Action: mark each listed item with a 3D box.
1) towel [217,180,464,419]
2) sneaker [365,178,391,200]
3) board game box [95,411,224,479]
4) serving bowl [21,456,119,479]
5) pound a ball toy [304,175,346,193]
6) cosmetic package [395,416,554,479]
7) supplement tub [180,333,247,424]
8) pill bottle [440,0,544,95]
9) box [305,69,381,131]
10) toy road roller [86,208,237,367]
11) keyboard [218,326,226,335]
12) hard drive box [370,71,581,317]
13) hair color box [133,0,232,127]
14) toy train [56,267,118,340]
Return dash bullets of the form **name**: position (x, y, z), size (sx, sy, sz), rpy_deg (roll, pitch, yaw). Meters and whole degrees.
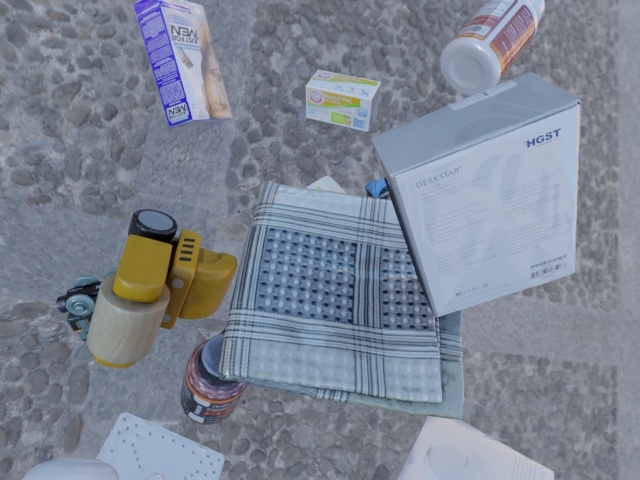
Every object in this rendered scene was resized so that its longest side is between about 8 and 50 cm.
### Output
- **towel**: position (0.048, 0.063, 0.576), size (0.325, 0.056, 0.311), rpy_deg (11, 56, -6)
- **sneaker**: position (0.136, -0.060, 0.807), size (0.188, 0.067, 0.078), rpy_deg (21, 64, -59)
- **board game box**: position (-0.529, 0.789, 1.253), size (0.390, 0.050, 0.389), rpy_deg (35, 38, -18)
- **serving bowl**: position (-0.231, 0.219, 0.385), size (0.084, 0.083, 0.027), rpy_deg (17, 60, -23)
- **pound a ball toy**: position (-0.043, -0.052, 1.253), size (0.319, 0.208, 0.135), rpy_deg (-36, 81, -32)
- **cosmetic package**: position (0.243, 0.448, 0.695), size (0.224, 0.225, 0.138), rpy_deg (-32, 138, -51)
- **supplement tub**: position (-0.174, 0.230, 0.687), size (0.106, 0.197, 0.106), rpy_deg (12, 49, -14)
- **pill bottle**: position (0.340, -0.394, 0.801), size (0.121, 0.121, 0.216), rpy_deg (45, 73, -14)
- **box**: position (0.066, -0.422, 1.237), size (0.203, 0.114, 0.103), rpy_deg (16, 52, 13)
- **toy road roller**: position (-0.307, 0.099, 0.855), size (0.241, 0.329, 0.202), rpy_deg (18, 117, -20)
- **keyboard**: position (-0.264, 0.312, 1.423), size (0.033, 0.317, 0.201), rpy_deg (43, 92, 14)
- **hard drive box**: position (0.182, -0.037, 0.472), size (0.181, 0.089, 0.232), rpy_deg (-20, 129, 8)
- **hair color box**: position (-0.391, -0.511, 1.202), size (0.185, 0.110, 0.338), rpy_deg (-34, 115, -59)
- **toy train**: position (-0.620, 0.190, 1.280), size (0.334, 0.142, 0.190), rpy_deg (-14, 123, -10)
